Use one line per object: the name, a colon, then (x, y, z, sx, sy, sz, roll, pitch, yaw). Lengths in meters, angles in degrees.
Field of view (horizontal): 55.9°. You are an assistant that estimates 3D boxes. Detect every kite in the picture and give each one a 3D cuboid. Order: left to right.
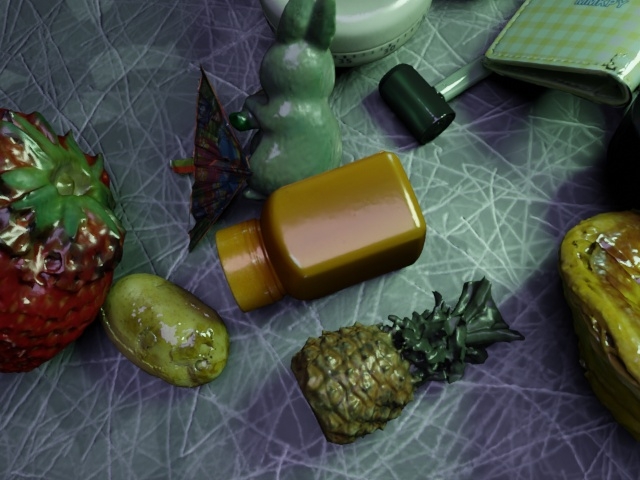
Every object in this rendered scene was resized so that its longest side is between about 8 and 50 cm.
kite: (-0.137, -0.102, 0.747, 0.183, 0.014, 0.241, 5, 96, 47)

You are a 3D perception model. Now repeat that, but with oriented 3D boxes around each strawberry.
strawberry: (-0.369, 0.010, 0.676, 0.288, 0.238, 0.250, -34, 37, 16)

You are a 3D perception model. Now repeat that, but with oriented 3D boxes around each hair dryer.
hair dryer: (0.181, -0.216, 0.802, 0.197, 0.057, 0.100, -32, 74, -14)

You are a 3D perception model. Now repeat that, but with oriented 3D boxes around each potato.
potato: (-0.184, 0.106, 0.717, 0.170, 0.080, 0.107, 37, 68, 14)

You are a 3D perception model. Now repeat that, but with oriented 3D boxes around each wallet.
wallet: (0.363, -0.297, 0.725, 0.309, 0.077, 0.223, -44, 44, -10)

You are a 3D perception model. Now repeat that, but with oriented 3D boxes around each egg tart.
egg tart: (0.395, 0.113, 0.620, 0.351, 0.153, 0.340, 22, 44, -2)

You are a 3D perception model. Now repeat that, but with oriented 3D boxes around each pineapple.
pineapple: (0.096, 0.126, 0.673, 0.248, 0.128, 0.128, -24, 74, -7)

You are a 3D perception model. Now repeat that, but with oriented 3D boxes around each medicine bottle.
medicine bottle: (0.000, -0.001, 0.695, 0.222, 0.149, 0.112, -19, 73, -1)

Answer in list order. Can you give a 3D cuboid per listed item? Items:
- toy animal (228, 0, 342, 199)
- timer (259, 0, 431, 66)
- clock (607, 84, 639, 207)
toy animal: (-0.026, -0.173, 0.710, 0.127, 0.251, 0.125, -9, 37, -37)
timer: (0.029, -0.345, 0.743, 0.233, 0.240, 0.234, -1, 72, 4)
clock: (0.479, -0.159, 0.696, 0.276, 0.120, 0.379, 18, 60, 10)
